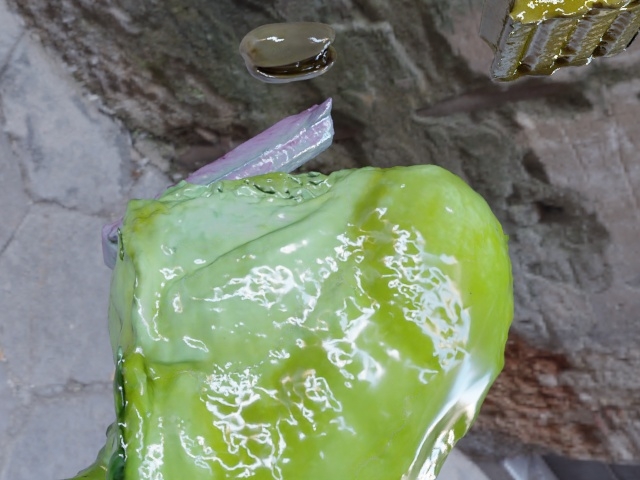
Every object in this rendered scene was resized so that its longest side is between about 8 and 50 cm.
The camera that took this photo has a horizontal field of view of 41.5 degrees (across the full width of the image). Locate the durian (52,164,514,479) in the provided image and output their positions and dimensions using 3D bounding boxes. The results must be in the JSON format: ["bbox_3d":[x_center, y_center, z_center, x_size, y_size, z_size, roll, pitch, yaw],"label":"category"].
[{"bbox_3d":[-0.025,0.086,0.536,0.204,0.339,0.256,-122,-158,-77],"label":"durian"}]

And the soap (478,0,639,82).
[{"bbox_3d":[0.456,-0.427,1.562,0.335,0.293,0.156,52,23,-79],"label":"soap"}]

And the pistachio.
[{"bbox_3d":[-0.067,-0.404,1.791,0.129,0.206,0.131,90,-12,-59],"label":"pistachio"}]

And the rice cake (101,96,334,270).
[{"bbox_3d":[-0.100,-0.065,0.866,0.290,0.051,0.081,-35,161,-22],"label":"rice cake"}]
